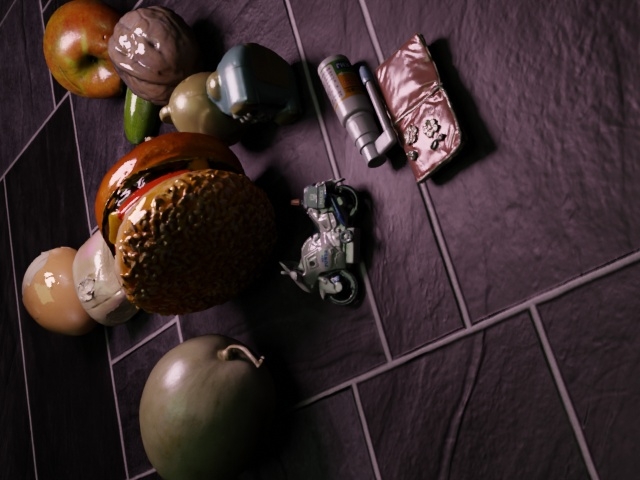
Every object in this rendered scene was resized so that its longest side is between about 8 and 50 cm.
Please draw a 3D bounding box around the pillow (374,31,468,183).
[{"bbox_3d":[0.159,-0.214,1.210,0.126,0.043,0.232,-40,58,40],"label":"pillow"}]

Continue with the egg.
[{"bbox_3d":[-0.656,0.138,1.934,0.244,0.201,0.201,49,121,22],"label":"egg"}]

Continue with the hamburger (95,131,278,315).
[{"bbox_3d":[-0.255,-0.025,1.434,0.330,0.330,0.250,-54,47,29],"label":"hamburger"}]

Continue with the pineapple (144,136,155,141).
[{"bbox_3d":[-0.377,-0.131,1.755,0.135,0.080,0.233,-54,45,18],"label":"pineapple"}]

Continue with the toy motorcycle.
[{"bbox_3d":[0.000,0.000,1.326,0.150,0.102,0.221,2,91,26],"label":"toy motorcycle"}]

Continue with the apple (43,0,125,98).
[{"bbox_3d":[-0.580,-0.496,1.929,0.246,0.246,0.226,-53,33,29],"label":"apple"}]

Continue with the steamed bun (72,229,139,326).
[{"bbox_3d":[-0.522,0.079,1.824,0.170,0.153,0.238,-38,63,31],"label":"steamed bun"}]

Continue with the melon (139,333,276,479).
[{"bbox_3d":[-0.212,0.319,1.402,0.272,0.272,0.307,20,92,46],"label":"melon"}]

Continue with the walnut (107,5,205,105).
[{"bbox_3d":[-0.360,-0.409,1.674,0.224,0.224,0.224,-6,82,46],"label":"walnut"}]

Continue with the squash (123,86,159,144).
[{"bbox_3d":[-0.424,-0.375,1.820,0.082,0.082,0.292,17,98,46],"label":"squash"}]

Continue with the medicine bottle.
[{"bbox_3d":[0.068,-0.232,1.293,0.092,0.061,0.220,-45,56,41],"label":"medicine bottle"}]

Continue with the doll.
[{"bbox_3d":[-0.184,-0.276,1.486,0.261,0.177,0.161,-22,75,41],"label":"doll"}]
